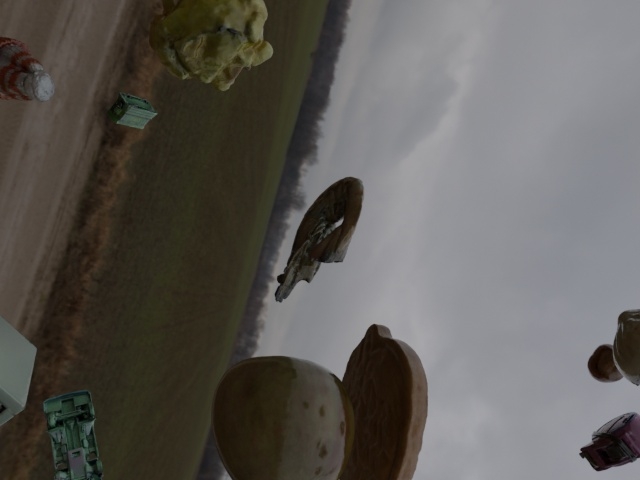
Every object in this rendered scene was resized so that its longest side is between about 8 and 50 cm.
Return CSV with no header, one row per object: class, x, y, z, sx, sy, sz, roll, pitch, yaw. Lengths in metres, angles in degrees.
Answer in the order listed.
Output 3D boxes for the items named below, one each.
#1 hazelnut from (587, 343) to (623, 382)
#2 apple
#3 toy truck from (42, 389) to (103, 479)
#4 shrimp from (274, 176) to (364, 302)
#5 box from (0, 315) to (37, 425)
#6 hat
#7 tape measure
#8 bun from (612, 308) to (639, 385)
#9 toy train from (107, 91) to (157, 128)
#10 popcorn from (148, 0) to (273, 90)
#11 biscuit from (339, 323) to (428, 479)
hazelnut,0.635,0.275,1.230,0.086,0.086,0.086,-165,-90,-85
apple,-0.069,0.332,0.984,0.257,0.257,0.233,118,-22,-67
toy truck,-0.335,0.302,0.762,0.175,0.067,0.081,63,-31,32
shrimp,0.012,-0.005,0.927,0.145,0.059,0.254,-15,-139,45
box,-0.436,0.117,0.499,0.225,0.225,0.117,-35,-152,-6
hat,-0.522,-0.285,0.974,0.094,0.162,0.112,-20,133,-62
tape measure,0.591,0.396,1.090,0.074,0.118,0.125,57,-28,16
bun,0.482,0.139,0.813,0.094,0.138,0.138,52,-43,36
toy train,-0.358,-0.245,1.052,0.056,0.038,0.093,-42,169,17
popcorn,-0.254,-0.488,1.311,0.252,0.287,0.215,63,19,-18
biscuit,0.104,0.376,1.161,0.365,0.062,0.384,-126,-131,-69
